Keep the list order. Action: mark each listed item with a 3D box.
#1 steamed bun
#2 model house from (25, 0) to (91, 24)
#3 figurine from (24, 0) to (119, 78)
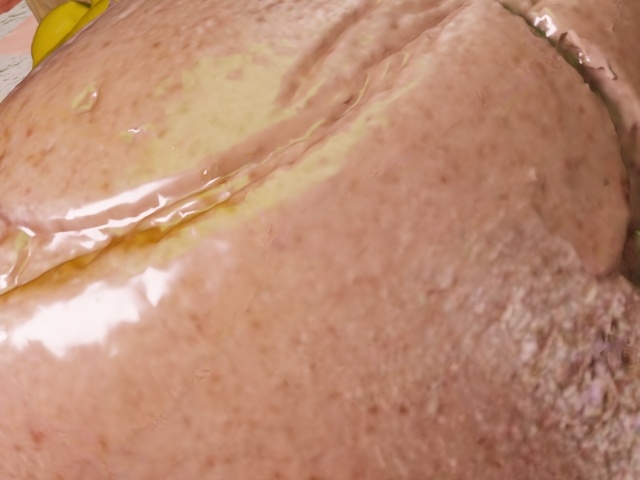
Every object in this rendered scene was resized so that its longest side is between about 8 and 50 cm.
[{"bbox_3d":[0.036,0.030,0.563,0.301,0.252,0.199,-39,41,-20],"label":"steamed bun"},{"bbox_3d":[-0.074,-0.321,1.091,0.334,0.382,0.342,-33,23,-13],"label":"model house"},{"bbox_3d":[-0.017,-0.100,0.752,0.218,0.169,0.327,-28,33,47],"label":"figurine"}]
